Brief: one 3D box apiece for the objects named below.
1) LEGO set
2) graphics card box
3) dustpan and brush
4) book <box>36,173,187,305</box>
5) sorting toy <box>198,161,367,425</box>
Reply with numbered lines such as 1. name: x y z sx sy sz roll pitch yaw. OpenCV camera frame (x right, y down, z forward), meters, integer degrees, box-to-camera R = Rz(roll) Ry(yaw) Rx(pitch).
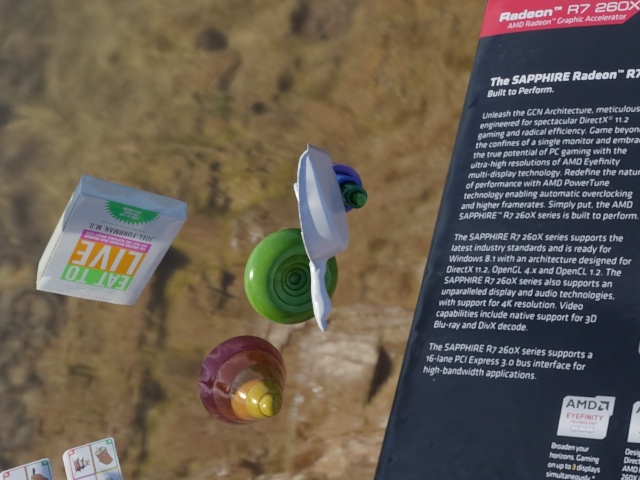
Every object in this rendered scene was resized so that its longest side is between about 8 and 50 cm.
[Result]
1. LEGO set: -0.248 0.312 1.245 0.183 0.060 0.244 -17 47 -8
2. graphics card box: 0.152 0.059 0.558 0.233 0.094 0.370 1 62 29
3. dustpan and brush: 0.000 0.000 1.609 0.060 0.147 0.211 -16 85 11
4. book: -0.189 0.002 1.222 0.096 0.144 0.035 15 49 -19
5. sorting toy: -0.027 0.079 1.695 0.127 0.126 0.365 24 92 -24
